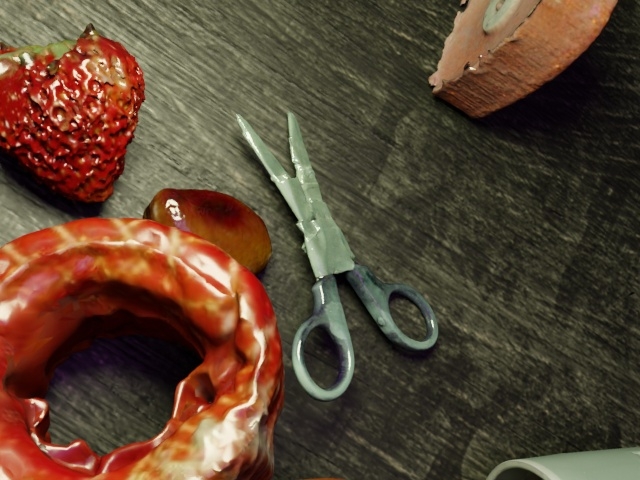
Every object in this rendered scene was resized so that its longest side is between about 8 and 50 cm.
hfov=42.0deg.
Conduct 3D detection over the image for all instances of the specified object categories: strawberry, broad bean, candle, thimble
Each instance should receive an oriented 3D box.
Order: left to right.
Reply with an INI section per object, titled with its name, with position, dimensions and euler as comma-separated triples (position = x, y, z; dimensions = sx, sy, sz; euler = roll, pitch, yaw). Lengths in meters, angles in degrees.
[strawberry]
position = -0.290, -0.139, 0.956
dimensions = 0.186, 0.184, 0.202
euler = -17, 107, -30
[thimble]
position = -0.206, 0.156, 0.837
dimensions = 0.349, 0.231, 0.350
euler = 0, 64, 0
[broad bean]
position = -0.136, -0.008, 1.030
dimensions = 0.165, 0.084, 0.114
euler = 10, 74, -27
[candle]
position = 0.279, -0.293, 1.161
dimensions = 0.131, 0.317, 0.287
euler = 32, 111, -15

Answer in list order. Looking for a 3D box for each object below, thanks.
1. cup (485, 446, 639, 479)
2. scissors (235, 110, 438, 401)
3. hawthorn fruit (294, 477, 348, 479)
[cup]
position = 0.395, 0.390, 0.997
dimensions = 0.274, 0.356, 0.260
euler = -2, 89, -22
[scissors]
position = 0.000, 0.000, 1.079
dimensions = 0.256, 0.029, 0.384
euler = -22, 84, -42
[hawthorn fruit]
position = -0.032, 0.387, 0.899
dimensions = 0.298, 0.277, 0.277
euler = 8, 76, -7
